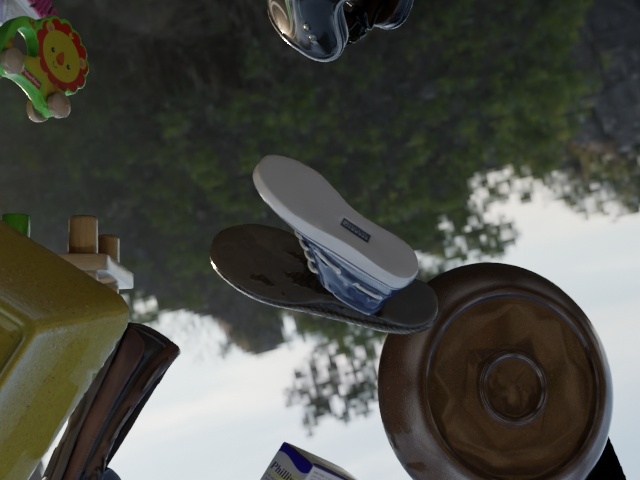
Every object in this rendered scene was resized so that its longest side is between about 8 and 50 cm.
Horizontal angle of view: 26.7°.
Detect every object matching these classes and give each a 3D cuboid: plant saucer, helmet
[{"bbox_3d":[0.220,0.176,1.600,0.311,0.310,0.050,-16,176,-20],"label":"plant saucer"},{"bbox_3d":[0.026,-0.278,1.354,0.169,0.169,0.161,-17,146,-32],"label":"helmet"},{"bbox_3d":[-0.376,0.104,1.071,0.332,0.333,0.081,-58,-179,-4],"label":"plant saucer"}]

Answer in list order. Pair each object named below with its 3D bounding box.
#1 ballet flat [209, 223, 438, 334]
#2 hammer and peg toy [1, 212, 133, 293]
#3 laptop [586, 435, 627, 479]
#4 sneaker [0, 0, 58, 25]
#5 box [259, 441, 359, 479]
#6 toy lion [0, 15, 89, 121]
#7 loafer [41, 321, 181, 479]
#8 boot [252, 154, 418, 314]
[{"bbox_3d":[0.003,0.047,1.429,0.250,0.084,0.058,15,161,2],"label":"ballet flat"},{"bbox_3d":[-0.440,0.042,1.780,0.361,0.127,0.266,-1,173,1],"label":"hammer and peg toy"},{"bbox_3d":[0.272,0.303,1.871,0.234,0.264,0.136,-11,142,-6],"label":"laptop"},{"bbox_3d":[-0.465,-0.335,1.834,0.111,0.252,0.103,-50,-176,13],"label":"sneaker"},{"bbox_3d":[-0.024,0.352,1.770,0.126,0.137,0.072,32,180,-42],"label":"box"},{"bbox_3d":[-0.243,-0.160,1.182,0.034,0.096,0.100,-9,144,30],"label":"toy lion"},{"bbox_3d":[-0.239,0.230,1.462,0.095,0.302,0.109,21,165,-9],"label":"loafer"},{"bbox_3d":[0.000,0.000,1.334,0.069,0.190,0.086,-53,-178,-43],"label":"boot"}]
